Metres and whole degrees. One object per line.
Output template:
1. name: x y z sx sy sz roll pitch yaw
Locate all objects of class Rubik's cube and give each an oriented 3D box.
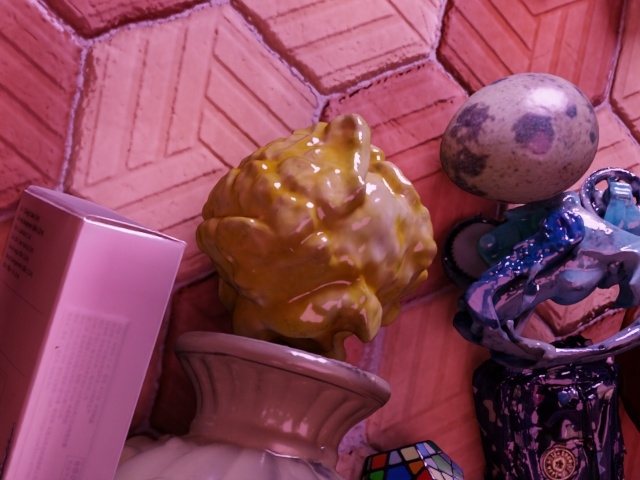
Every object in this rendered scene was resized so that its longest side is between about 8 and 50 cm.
1. Rubik's cube: 0.099 0.283 1.243 0.133 0.133 0.112 -45 140 -14

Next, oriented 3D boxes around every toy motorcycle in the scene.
1. toy motorcycle: 0.272 0.037 1.252 0.260 0.154 0.206 -19 69 -8

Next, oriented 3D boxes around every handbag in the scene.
1. handbag: 0.275 0.239 1.319 0.162 0.113 0.260 -12 105 -16

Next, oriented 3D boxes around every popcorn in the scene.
1. popcorn: 0.000 0.000 1.099 0.256 0.195 0.255 12 99 -48

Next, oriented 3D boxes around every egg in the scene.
1. egg: 0.214 -0.107 1.219 0.181 0.141 0.141 -16 106 -18

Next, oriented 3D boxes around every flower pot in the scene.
1. flower pot: -0.066 0.227 1.057 0.307 0.307 0.244 24 72 -29

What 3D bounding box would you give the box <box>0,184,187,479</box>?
1. box: -0.229 0.091 0.983 0.106 0.203 0.252 16 91 -28

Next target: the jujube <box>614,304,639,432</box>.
1. jujube: 0.529 0.144 1.359 0.377 0.276 0.276 13 93 -28
